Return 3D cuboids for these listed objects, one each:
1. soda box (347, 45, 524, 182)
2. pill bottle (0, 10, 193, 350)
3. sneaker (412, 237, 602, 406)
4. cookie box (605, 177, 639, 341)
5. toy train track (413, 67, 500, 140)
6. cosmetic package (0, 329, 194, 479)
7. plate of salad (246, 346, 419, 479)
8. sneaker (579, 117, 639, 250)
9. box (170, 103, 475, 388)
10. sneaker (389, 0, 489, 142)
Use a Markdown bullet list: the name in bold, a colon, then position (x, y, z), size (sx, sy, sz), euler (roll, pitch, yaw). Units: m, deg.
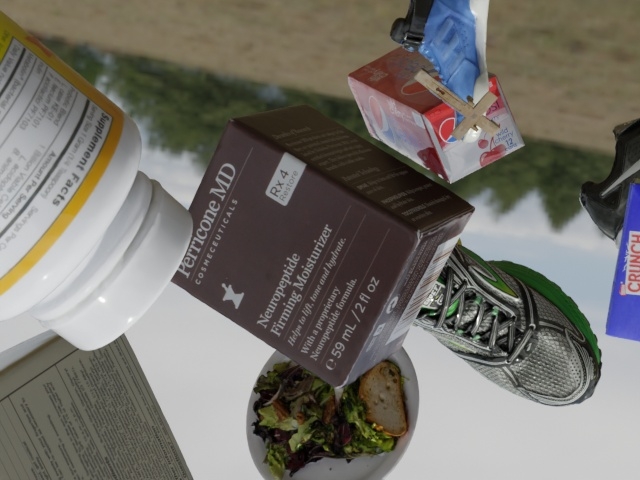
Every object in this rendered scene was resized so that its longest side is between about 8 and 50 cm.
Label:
- **soda box**: position (0.116, -0.142, 1.570), size (0.092, 0.083, 0.263), euler (-28, -159, -8)
- **pill bottle**: position (-0.162, -0.044, 0.651), size (0.215, 0.117, 0.117), euler (40, 172, -24)
- **sneaker**: position (0.145, 0.071, 1.585), size (0.343, 0.134, 0.146), euler (34, -161, 7)
- **cookie box**: position (0.223, 0.017, 0.844), size (0.107, 0.092, 0.040), euler (11, -173, 12)
- **toy train track**: position (0.109, -0.112, 1.184), size (0.083, 0.048, 0.014), euler (34, -158, -18)
- **cosmetic package**: position (-0.197, 0.162, 0.915), size (0.113, 0.160, 0.309), euler (-24, -176, 18)
- **plate of salad**: position (0.006, 0.171, 1.509), size (0.200, 0.200, 0.048), euler (14, 167, 33)
- **sneaker**: position (0.328, -0.094, 1.370), size (0.106, 0.234, 0.078), euler (42, -177, 27)
- **box**: position (0.000, 0.000, 1.349), size (0.203, 0.168, 0.167), euler (31, -160, 15)
- **sneaker**: position (0.101, -0.160, 1.275), size (0.085, 0.152, 0.058), euler (-1, -166, -3)
